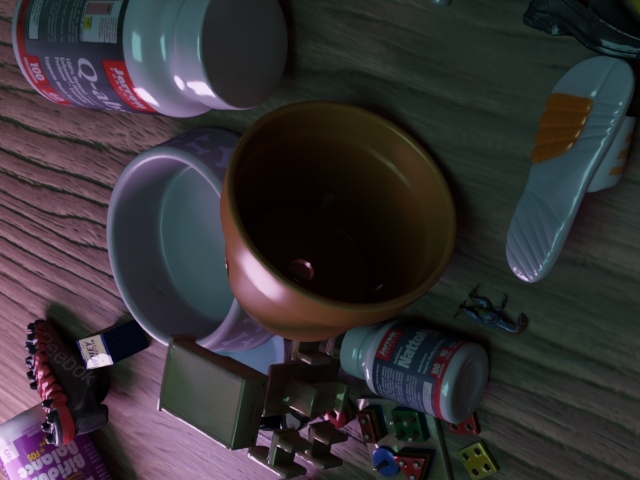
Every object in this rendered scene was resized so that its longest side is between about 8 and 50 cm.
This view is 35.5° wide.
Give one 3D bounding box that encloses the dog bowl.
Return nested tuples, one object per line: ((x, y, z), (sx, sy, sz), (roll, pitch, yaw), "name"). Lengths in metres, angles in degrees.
((-0.188, 0.007, 1.496), (0.348, 0.102, 0.349), (10, 105, 38), "dog bowl")

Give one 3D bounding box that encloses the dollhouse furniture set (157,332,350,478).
((-0.077, 0.201, 1.393), (0.161, 0.242, 0.212), (20, 102, 41), "dollhouse furniture set")

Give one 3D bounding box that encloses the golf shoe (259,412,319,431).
((-0.095, 0.254, 1.551), (0.186, 0.086, 0.068), (5, 112, 40), "golf shoe")

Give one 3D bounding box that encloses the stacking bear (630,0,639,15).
((0.359, -0.266, 0.938), (0.289, 0.175, 0.164), (54, 125, 23), "stacking bear")

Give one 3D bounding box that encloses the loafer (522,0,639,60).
((0.296, -0.235, 1.058), (0.170, 0.062, 0.061), (28, 117, 28), "loafer")

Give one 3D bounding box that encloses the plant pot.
((0.000, 0.000, 1.265), (0.291, 0.291, 0.203), (51, 147, 13), "plant pot")

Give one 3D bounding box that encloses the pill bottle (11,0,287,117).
((-0.238, -0.279, 1.381), (0.362, 0.210, 0.210), (10, 113, 37), "pill bottle")

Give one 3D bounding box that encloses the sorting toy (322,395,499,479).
((0.117, 0.291, 1.415), (0.274, 0.046, 0.132), (-5, 103, 40), "sorting toy")

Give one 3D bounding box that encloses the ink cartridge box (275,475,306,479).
((-0.081, 0.600, 1.539), (0.279, 0.160, 0.385), (-48, 57, 43), "ink cartridge box")

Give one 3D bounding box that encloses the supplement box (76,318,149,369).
((-0.363, 0.181, 1.745), (0.083, 0.083, 0.056), (-17, 94, 43), "supplement box")

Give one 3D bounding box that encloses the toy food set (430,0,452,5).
((0.178, -0.299, 1.084), (0.232, 0.111, 0.105), (35, 127, 35), "toy food set")

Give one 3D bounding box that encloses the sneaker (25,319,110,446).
((-0.467, 0.253, 1.853), (0.276, 0.135, 0.098), (58, 146, 38), "sneaker")

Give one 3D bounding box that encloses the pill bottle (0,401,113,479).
((-0.490, 0.460, 1.899), (0.169, 0.169, 0.302), (-34, 84, 42), "pill bottle")

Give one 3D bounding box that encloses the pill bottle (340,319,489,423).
((0.120, 0.165, 1.322), (0.180, 0.108, 0.108), (15, 115, 35), "pill bottle")

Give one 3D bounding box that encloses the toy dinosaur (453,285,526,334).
((0.221, 0.095, 1.274), (0.082, 0.047, 0.090), (39, 161, 11), "toy dinosaur")

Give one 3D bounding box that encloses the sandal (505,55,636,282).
((0.285, -0.077, 1.114), (0.102, 0.076, 0.265), (43, 121, 49), "sandal")

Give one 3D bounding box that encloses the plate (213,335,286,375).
((-0.112, 0.198, 1.535), (0.188, 0.024, 0.188), (-24, 54, 39), "plate")
